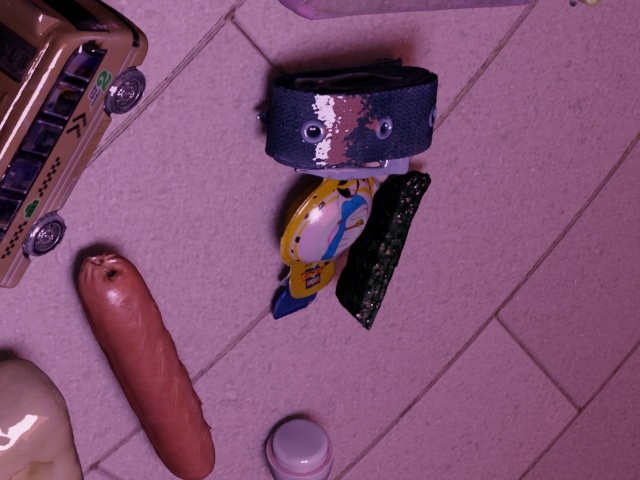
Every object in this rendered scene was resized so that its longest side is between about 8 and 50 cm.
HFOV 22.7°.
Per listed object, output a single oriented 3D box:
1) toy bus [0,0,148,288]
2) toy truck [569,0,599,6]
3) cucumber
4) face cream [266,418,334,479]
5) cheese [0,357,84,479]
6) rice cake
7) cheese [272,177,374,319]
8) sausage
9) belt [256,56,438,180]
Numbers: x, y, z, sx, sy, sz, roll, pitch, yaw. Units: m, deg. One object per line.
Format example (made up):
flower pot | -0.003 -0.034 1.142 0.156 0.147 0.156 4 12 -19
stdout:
toy bus | -0.296 -0.107 1.505 0.289 0.139 0.157 -58 154 11
toy truck | 0.313 -0.360 1.961 0.100 0.077 0.169 -46 143 -10
cucumber | 0.068 0.004 2.010 0.046 0.070 0.220 35 71 -35
face cream | -0.027 0.294 2.146 0.091 0.091 0.095 -30 145 -24
cheese | -0.407 0.333 1.774 0.351 0.130 0.328 -35 138 -19
rice cake | 0.108 -0.295 1.821 0.399 0.070 0.064 -11 131 -38
cheese | 0.000 0.000 1.956 0.157 0.064 0.250 -23 146 -39
sausage | -0.196 0.166 1.885 0.088 0.088 0.433 -37 140 -16
belt | 0.037 -0.131 1.834 0.218 0.122 0.128 -9 115 -35
